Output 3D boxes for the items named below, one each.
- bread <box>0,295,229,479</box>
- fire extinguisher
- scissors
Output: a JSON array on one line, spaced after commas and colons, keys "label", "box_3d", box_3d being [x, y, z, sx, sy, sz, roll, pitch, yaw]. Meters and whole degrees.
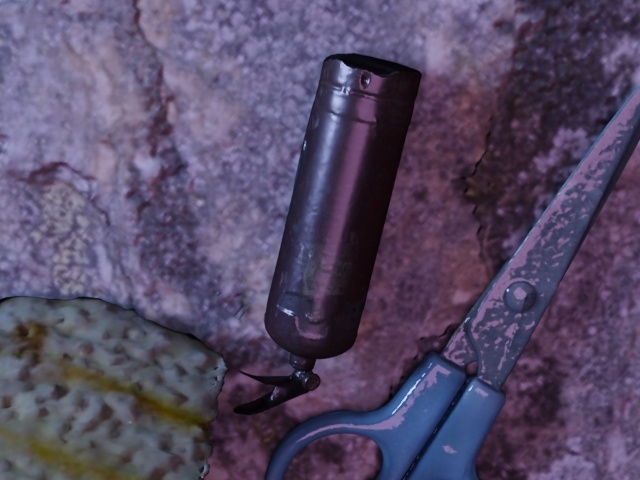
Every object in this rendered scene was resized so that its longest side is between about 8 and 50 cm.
[{"label": "bread", "box_3d": [-0.219, 0.251, 0.913, 0.239, 0.395, 0.264, 19, 128, 12]}, {"label": "fire extinguisher", "box_3d": [0.000, 0.000, 0.952, 0.089, 0.072, 0.267, 3, 107, -39]}, {"label": "scissors", "box_3d": [0.129, 0.075, 1.000, 0.193, 0.029, 0.447, 29, 102, -9]}]
